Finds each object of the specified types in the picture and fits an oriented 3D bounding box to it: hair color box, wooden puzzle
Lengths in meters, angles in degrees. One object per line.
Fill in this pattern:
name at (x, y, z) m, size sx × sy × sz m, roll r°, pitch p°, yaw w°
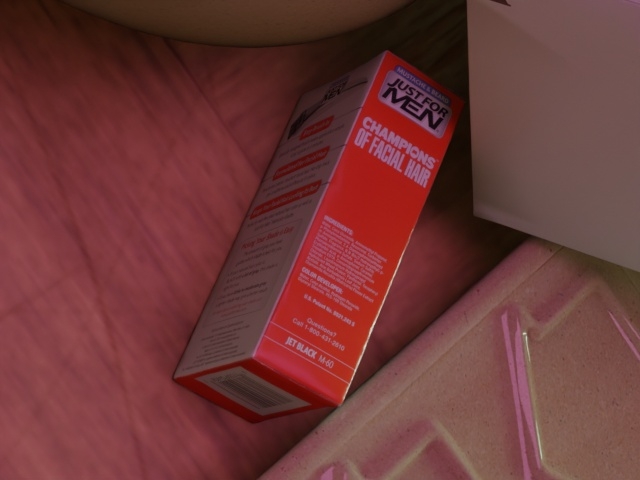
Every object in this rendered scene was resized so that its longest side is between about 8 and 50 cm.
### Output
hair color box at (0.000, 0.000, 0.907) m, size 0.053 × 0.093 × 0.167 m, roll 30°, pitch 68°, yaw -19°
wooden puzzle at (0.123, 0.185, 0.944) m, size 0.348 × 0.080 × 0.322 m, roll -39°, pitch 98°, yaw -23°

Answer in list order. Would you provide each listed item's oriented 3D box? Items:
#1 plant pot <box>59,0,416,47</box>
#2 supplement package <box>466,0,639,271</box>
plant pot at (-0.018, -0.201, 0.868) m, size 0.191 × 0.284 × 0.284 m, roll 38°, pitch 59°, yaw -56°
supplement package at (0.210, -0.134, 0.896) m, size 0.199 × 0.198 × 0.262 m, roll 20°, pitch 60°, yaw 18°
